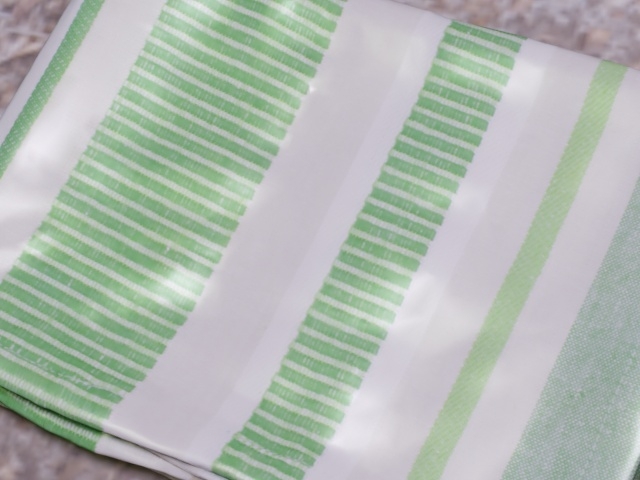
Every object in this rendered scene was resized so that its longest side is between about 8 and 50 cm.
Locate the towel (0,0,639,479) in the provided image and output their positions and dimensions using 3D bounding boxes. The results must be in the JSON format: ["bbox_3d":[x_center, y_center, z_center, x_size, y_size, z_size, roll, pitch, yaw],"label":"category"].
[{"bbox_3d":[0.000,0.000,0.652,0.324,0.038,0.248,20,71,19],"label":"towel"}]
